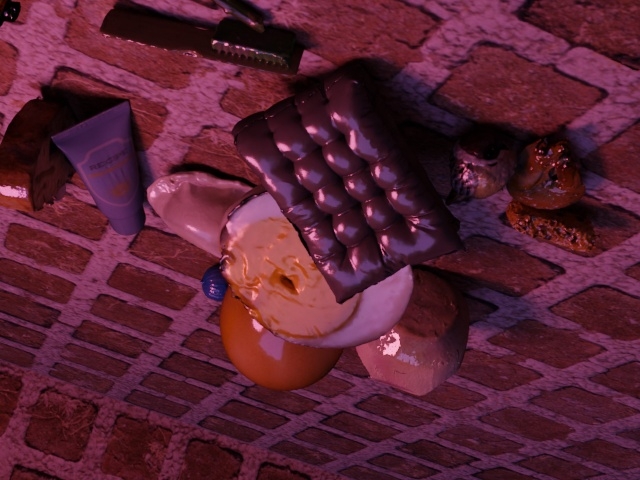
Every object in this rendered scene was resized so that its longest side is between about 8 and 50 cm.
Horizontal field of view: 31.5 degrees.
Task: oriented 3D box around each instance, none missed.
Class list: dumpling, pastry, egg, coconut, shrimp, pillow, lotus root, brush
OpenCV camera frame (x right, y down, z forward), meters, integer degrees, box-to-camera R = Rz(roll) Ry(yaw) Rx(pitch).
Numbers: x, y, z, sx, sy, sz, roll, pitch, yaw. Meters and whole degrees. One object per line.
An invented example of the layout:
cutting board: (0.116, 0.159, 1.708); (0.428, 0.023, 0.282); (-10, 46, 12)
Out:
dumpling: (-0.190, -0.054, 1.997); (0.229, 0.124, 0.151); (31, 115, -14)
pastry: (0.363, -0.026, 1.775); (0.140, 0.080, 0.056); (17, 115, -13)
egg: (-0.071, 0.154, 2.201); (0.250, 0.250, 0.322); (11, 147, 9)
coconut: (0.169, 0.175, 2.145); (0.227, 0.227, 0.230); (14, 146, 3)
shrimp: (0.337, -0.099, 1.653); (0.115, 0.051, 0.217); (10, 157, 2)
egg: (0.000, 0.000, 1.880); (0.337, 0.201, 0.337); (4, 127, 6)
pillow: (0.040, -0.076, 1.650); (0.228, 0.101, 0.326); (-25, 117, 23)
lotus root: (-0.460, -0.148, 1.874); (0.074, 0.260, 0.170); (11, 123, 9)
brush: (-0.163, -0.279, 1.556); (0.282, 0.054, 0.048); (12, 147, 6)

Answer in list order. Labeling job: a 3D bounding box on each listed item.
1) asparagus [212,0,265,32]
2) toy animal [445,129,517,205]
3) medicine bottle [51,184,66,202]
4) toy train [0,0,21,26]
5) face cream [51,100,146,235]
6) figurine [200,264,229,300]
asparagus: (-0.117, -0.310, 1.499); (0.108, 0.021, 0.025); (29, 148, -27)
toy animal: (0.217, -0.106, 1.649); (0.137, 0.098, 0.098); (-28, 135, 32)
medicine bottle: (-0.537, -0.099, 2.160); (0.091, 0.058, 0.058); (-2, 151, 34)
toy train: (-0.560, -0.366, 1.544); (0.296, 0.100, 0.160); (14, 154, 2)
face cream: (-0.366, -0.116, 1.980); (0.136, 0.086, 0.385); (-28, 159, -11)
figurine: (-0.173, 0.098, 2.355); (0.149, 0.087, 0.086); (11, 118, 7)
